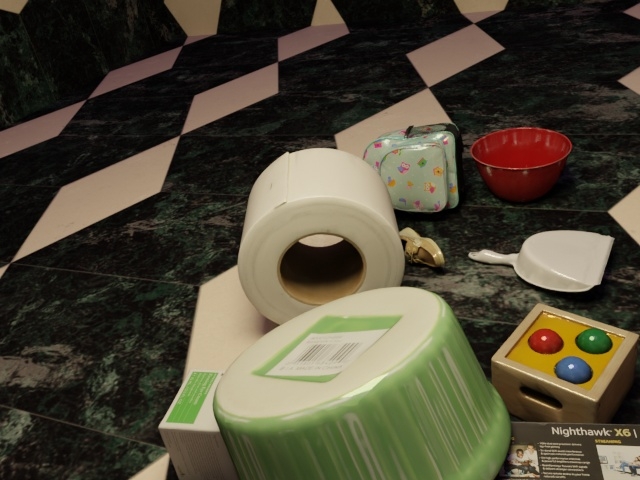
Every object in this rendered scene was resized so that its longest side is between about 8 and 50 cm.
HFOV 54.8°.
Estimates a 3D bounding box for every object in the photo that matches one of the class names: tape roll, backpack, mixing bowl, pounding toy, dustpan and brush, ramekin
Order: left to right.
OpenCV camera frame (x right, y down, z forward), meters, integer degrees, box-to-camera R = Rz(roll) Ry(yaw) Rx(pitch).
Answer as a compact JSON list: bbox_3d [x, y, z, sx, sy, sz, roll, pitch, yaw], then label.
[{"bbox_3d":[0.000,0.000,0.961,0.246,0.246,0.169,-9,32,4],"label":"tape roll"},{"bbox_3d":[0.034,0.173,0.668,0.304,0.148,0.303,-22,13,5],"label":"ramekin"},{"bbox_3d":[0.173,-0.134,1.192,0.189,0.165,0.144,2,24,25],"label":"backpack"},{"bbox_3d":[0.386,-0.138,1.190,0.182,0.098,0.181,-9,32,6],"label":"mixing bowl"},{"bbox_3d":[0.251,0.168,0.747,0.181,0.094,0.206,18,42,39],"label":"pounding toy"},{"bbox_3d":[0.343,0.028,0.991,0.211,0.060,0.147,15,39,26],"label":"dustpan and brush"}]

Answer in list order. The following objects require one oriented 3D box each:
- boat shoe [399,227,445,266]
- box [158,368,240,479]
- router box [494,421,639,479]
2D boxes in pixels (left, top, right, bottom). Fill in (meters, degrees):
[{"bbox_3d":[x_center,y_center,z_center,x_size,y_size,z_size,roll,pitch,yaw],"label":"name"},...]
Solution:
[{"bbox_3d":[0.166,0.019,1.066,0.045,0.050,0.135,-24,23,-14],"label":"boat shoe"},{"bbox_3d":[-0.131,0.231,0.768,0.087,0.101,0.101,0,32,15],"label":"box"},{"bbox_3d":[0.309,0.285,0.553,0.309,0.080,0.243,-2,33,15],"label":"router box"}]
